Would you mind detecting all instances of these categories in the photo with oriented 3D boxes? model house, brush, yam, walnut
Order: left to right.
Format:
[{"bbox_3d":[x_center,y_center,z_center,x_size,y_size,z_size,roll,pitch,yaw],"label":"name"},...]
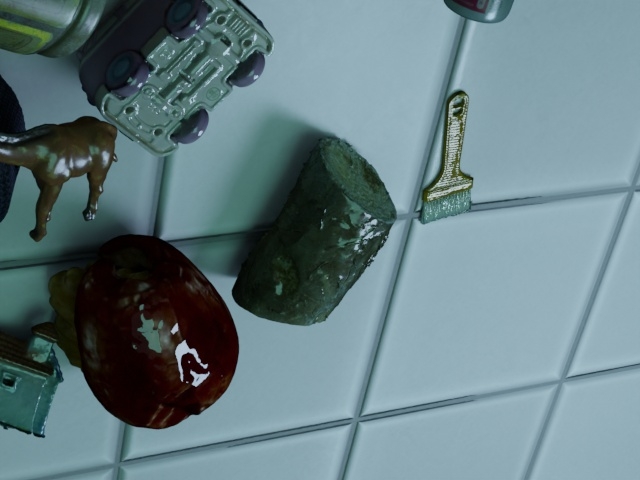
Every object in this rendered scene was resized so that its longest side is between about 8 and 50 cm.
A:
[{"bbox_3d":[-0.397,0.164,1.951,0.148,0.119,0.149,24,88,-18],"label":"model house"},{"bbox_3d":[-0.235,0.110,1.937,0.222,0.243,0.269,-54,142,-39],"label":"walnut"},{"bbox_3d":[0.000,0.000,2.014,0.154,0.154,0.254,13,117,-38],"label":"yam"},{"bbox_3d":[0.184,-0.117,2.118,0.082,0.010,0.218,-15,131,-19],"label":"brush"}]

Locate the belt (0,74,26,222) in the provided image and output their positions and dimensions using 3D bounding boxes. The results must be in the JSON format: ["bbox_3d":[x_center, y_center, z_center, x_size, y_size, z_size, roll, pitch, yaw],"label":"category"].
[{"bbox_3d":[-0.408,-0.130,1.669,0.139,0.126,0.231,-6,135,10],"label":"belt"}]

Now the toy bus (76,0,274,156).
[{"bbox_3d":[-0.171,-0.213,1.726,0.202,0.142,0.142,-44,135,8],"label":"toy bus"}]

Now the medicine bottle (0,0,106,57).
[{"bbox_3d":[-0.377,-0.287,1.509,0.322,0.151,0.151,13,119,-47],"label":"medicine bottle"}]

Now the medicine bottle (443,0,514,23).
[{"bbox_3d":[0.222,-0.382,1.858,0.090,0.090,0.217,-3,126,-30],"label":"medicine bottle"}]

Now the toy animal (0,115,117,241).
[{"bbox_3d":[-0.315,-0.087,1.617,0.224,0.066,0.230,-29,148,-25],"label":"toy animal"}]
